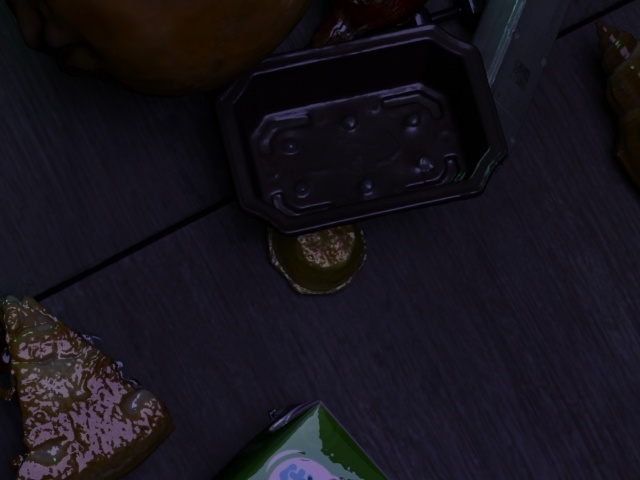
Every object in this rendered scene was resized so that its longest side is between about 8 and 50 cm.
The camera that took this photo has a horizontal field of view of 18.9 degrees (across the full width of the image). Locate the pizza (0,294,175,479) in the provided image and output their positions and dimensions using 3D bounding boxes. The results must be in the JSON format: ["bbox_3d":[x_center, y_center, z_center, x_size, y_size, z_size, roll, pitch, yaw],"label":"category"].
[{"bbox_3d":[-0.237,0.134,1.704,0.154,0.069,0.194,-29,83,-17],"label":"pizza"}]

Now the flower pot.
[{"bbox_3d":[0.035,-0.089,1.763,0.251,0.084,0.179,-12,69,-6],"label":"flower pot"}]

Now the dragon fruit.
[{"bbox_3d":[0.040,-0.238,1.823,0.125,0.125,0.246,33,93,-10],"label":"dragon fruit"}]

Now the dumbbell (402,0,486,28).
[{"bbox_3d":[0.120,-0.219,1.870,0.083,0.040,0.036,-20,56,-18],"label":"dumbbell"}]

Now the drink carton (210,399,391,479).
[{"bbox_3d":[-0.059,0.284,1.706,0.271,0.108,0.161,-42,96,-18],"label":"drink carton"}]

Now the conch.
[{"bbox_3d":[0.366,-0.082,1.886,0.109,0.093,0.330,-38,93,-24],"label":"conch"}]

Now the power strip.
[{"bbox_3d":[0.189,-0.200,1.864,0.078,0.052,0.272,38,69,-47],"label":"power strip"}]

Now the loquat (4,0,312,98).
[{"bbox_3d":[-0.144,-0.284,1.665,0.328,0.328,0.328,2,81,-15],"label":"loquat"}]

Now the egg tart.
[{"bbox_3d":[0.000,0.000,1.803,0.105,0.039,0.105,3,80,-17],"label":"egg tart"}]
